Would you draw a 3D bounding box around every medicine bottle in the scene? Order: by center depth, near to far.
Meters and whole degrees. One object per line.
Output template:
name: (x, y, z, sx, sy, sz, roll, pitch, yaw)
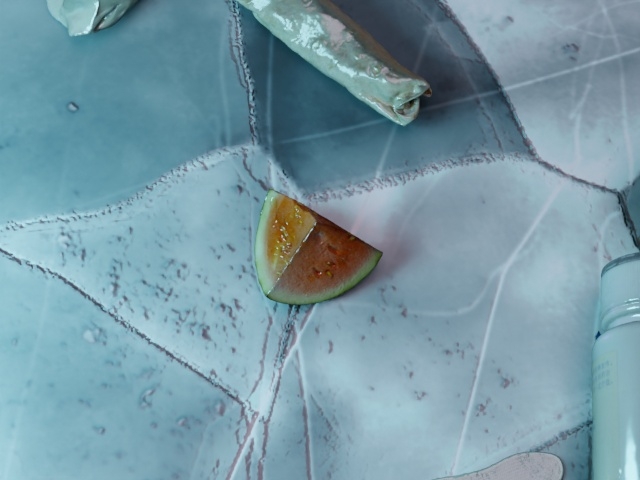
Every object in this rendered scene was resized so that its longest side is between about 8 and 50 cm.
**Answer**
medicine bottle: (0.341, 0.149, 1.300, 0.143, 0.143, 0.258, 4, 68, -1)

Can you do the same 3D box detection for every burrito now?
burrito: (0.015, -0.232, 1.494, 0.275, 0.059, 0.082, 40, 77, 13)

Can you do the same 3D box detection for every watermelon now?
watermelon: (0.000, 0.000, 1.373, 0.135, 0.094, 0.125, 4, 60, -5)

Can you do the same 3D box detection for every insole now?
insole: (0.175, 0.247, 1.325, 0.152, 0.002, 0.053, -9, 68, -7)

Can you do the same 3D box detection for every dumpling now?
dumpling: (-0.261, -0.322, 1.499, 0.127, 0.108, 0.188, 18, 83, 30)
